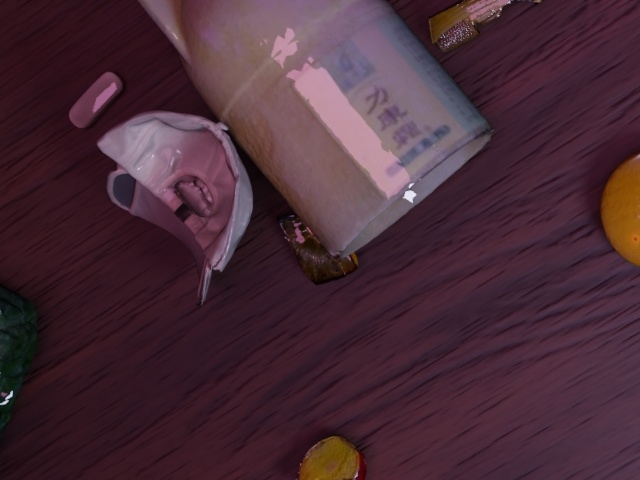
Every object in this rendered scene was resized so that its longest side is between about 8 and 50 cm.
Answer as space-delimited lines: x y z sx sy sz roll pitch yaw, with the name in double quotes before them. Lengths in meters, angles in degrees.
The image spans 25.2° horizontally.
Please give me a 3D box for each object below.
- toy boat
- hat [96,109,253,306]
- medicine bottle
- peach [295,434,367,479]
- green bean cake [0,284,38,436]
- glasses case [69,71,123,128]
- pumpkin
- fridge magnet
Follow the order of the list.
"toy boat" 0.194 -0.269 1.661 0.149 0.047 0.049 -26 100 15
"hat" -0.143 -0.044 1.667 0.164 0.226 0.219 -42 73 -1
"medicine bottle" -0.020 -0.202 1.615 0.236 0.236 0.406 -40 84 11
"peach" 0.017 0.280 1.720 0.083 0.050 0.077 -49 58 1
"green bean cake" -0.484 0.195 1.703 0.169 0.308 0.300 23 99 10
"glasses case" -0.280 -0.175 1.786 0.032 0.021 0.083 46 101 7
"pumpkin" 0.000 0.002 1.725 0.073 0.035 0.101 -25 90 24
"fridge magnet" 0.388 -0.036 1.616 0.143 0.063 0.143 0 91 14
